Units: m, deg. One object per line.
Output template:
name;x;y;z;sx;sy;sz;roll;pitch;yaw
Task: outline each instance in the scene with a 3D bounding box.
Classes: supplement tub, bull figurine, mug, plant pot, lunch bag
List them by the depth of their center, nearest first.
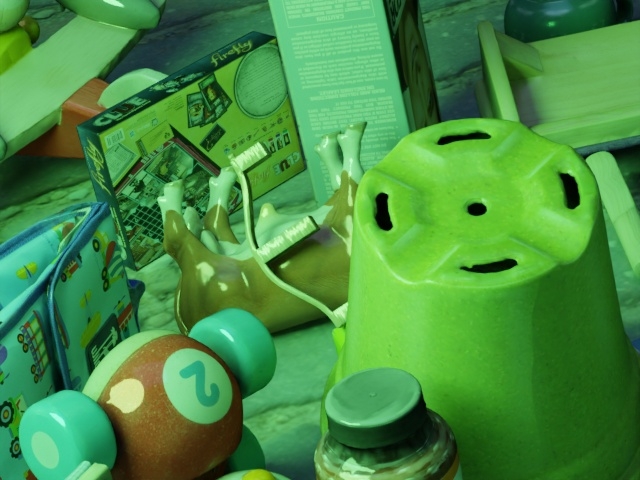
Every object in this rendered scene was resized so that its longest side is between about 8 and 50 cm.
supplement tub;0.055;0.191;1.315;0.106;0.198;0.106;-9;30;5
plant pot;0.125;0.054;1.402;0.276;0.254;0.276;-4;44;4
lunch bag;-0.242;0.119;1.530;0.138;0.221;0.293;7;35;30
bull figurine;0.000;0.000;1.699;0.310;0.188;0.101;-17;2;3
mug;0.281;-0.256;2.100;0.129;0.097;0.158;2;33;24

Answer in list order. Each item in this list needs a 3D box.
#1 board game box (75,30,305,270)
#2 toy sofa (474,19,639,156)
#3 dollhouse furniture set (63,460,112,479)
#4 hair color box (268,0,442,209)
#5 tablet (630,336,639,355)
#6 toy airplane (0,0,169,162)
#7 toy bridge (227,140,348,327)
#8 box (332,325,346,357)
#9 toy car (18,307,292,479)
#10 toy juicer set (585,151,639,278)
board game box;-0.132;-0.097;1.916;0.243;0.165;0.042;-32;35;-31
toy sofa;0.348;-0.151;1.876;0.362;0.177;0.150;-11;53;0
dollhouse furniture set;-0.203;0.253;1.200;0.198;0.303;0.286;8;35;30
hair color box;0.038;-0.181;1.781;0.113;0.374;0.185;-5;30;13
tablet;0.317;0.087;1.588;0.083;0.006;0.054;-23;32;-17
toy airplane;-0.328;-0.187;2.038;0.384;0.272;0.386;-17;30;-9
toy bridge;-0.031;0.000;1.638;0.063;0.188;0.026;-34;-7;8
box;0.087;0.119;1.583;0.109;0.042;0.178;-18;31;-8
toy car;-0.071;0.198;1.374;0.238;0.210;0.219;27;35;31
toy juicer set;0.403;-0.028;1.693;0.329;0.089;0.209;-16;43;29
